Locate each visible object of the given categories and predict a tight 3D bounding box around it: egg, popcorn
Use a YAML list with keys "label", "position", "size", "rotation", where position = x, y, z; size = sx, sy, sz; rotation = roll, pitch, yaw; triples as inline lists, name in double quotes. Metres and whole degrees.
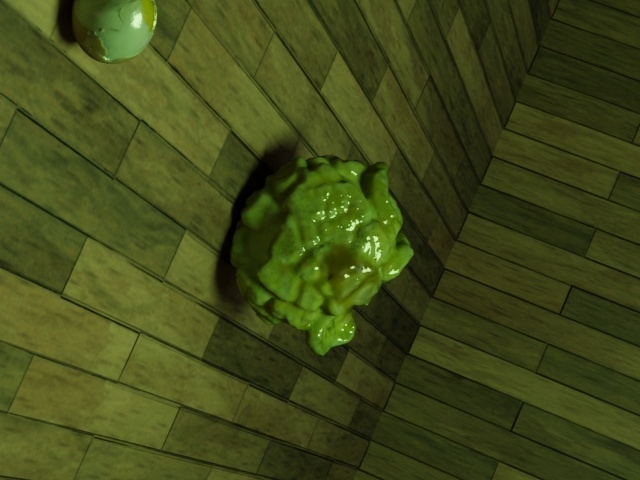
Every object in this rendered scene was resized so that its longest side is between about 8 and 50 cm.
- label: "egg"
  position: [-0.174, -0.184, 1.373]
  size: [0.071, 0.071, 0.083]
  rotation: [-56, 165, -37]
- label: "popcorn"
  position: [0.007, 0.010, 1.984]
  size: [0.235, 0.217, 0.181]
  rotation: [-33, 174, -5]
